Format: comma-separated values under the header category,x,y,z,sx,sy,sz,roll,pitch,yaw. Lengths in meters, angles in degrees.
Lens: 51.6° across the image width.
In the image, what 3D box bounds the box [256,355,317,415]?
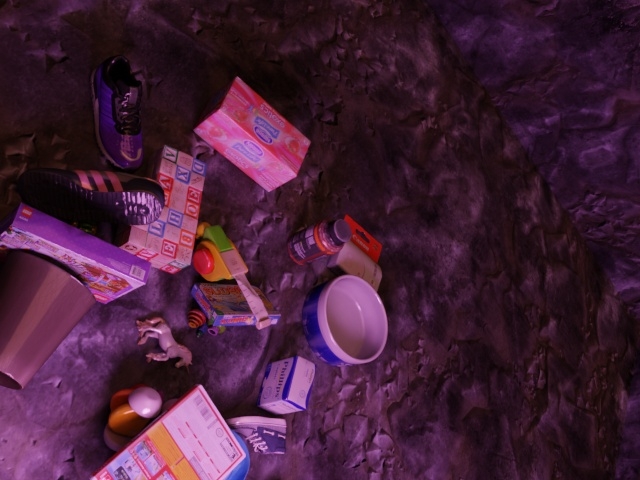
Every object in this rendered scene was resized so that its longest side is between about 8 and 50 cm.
category,x,y,z,sx,sy,sz,roll,pitch,yaw
box,-0.089,0.380,1.732,0.072,0.137,0.126,34,52,-28

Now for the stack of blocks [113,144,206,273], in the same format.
category,x,y,z,sx,sy,sz,roll,pitch,yaw
stack of blocks,-0.401,-0.087,1.669,0.171,0.087,0.297,25,57,-34

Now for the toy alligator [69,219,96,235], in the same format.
category,x,y,z,sx,sy,sz,roll,pitch,yaw
toy alligator,-0.546,-0.042,1.536,0.056,0.051,0.190,22,58,-37

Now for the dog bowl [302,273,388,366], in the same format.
category,x,y,z,sx,sy,sz,roll,pitch,yaw
dog bowl,0.075,0.241,1.974,0.265,0.104,0.265,20,60,-38

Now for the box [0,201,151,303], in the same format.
category,x,y,z,sx,sy,sz,roll,pitch,yaw
box,-0.537,0.036,1.404,0.293,0.201,0.057,30,55,-32

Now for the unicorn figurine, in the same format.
category,x,y,z,sx,sy,sz,roll,pitch,yaw
unicorn figurine,-0.368,0.252,1.574,0.111,0.060,0.162,-15,83,-46

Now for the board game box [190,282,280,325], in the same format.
category,x,y,z,sx,sy,sz,roll,pitch,yaw
board game box,-0.219,0.166,1.720,0.201,0.035,0.136,5,30,-43

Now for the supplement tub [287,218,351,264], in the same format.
category,x,y,z,sx,sy,sz,roll,pitch,yaw
supplement tub,0.000,0.000,1.937,0.106,0.198,0.106,19,61,-38

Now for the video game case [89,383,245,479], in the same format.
category,x,y,z,sx,sy,sz,roll,pitch,yaw
video game case,-0.307,0.469,1.379,0.285,0.025,0.204,-39,108,-36

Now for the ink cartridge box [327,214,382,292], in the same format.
category,x,y,z,sx,sy,sz,roll,pitch,yaw
ink cartridge box,0.130,0.045,2.149,0.189,0.066,0.232,41,53,-24

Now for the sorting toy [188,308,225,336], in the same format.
category,x,y,z,sx,sy,sz,roll,pitch,yaw
sorting toy,-0.293,0.217,1.663,0.102,0.061,0.042,30,51,-3

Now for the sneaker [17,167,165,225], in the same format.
category,x,y,z,sx,sy,sz,roll,pitch,yaw
sneaker,-0.517,-0.113,1.521,0.319,0.112,0.131,12,28,-9

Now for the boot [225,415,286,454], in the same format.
category,x,y,z,sx,sy,sz,roll,pitch,yaw
boot,-0.157,0.493,1.666,0.190,0.069,0.086,17,59,-40

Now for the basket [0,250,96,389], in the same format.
category,x,y,z,sx,sy,sz,roll,pitch,yaw
basket,-0.598,0.169,1.330,0.204,0.154,0.227,39,53,-24

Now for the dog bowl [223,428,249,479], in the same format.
category,x,y,z,sx,sy,sz,roll,pitch,yaw
dog bowl,-0.289,0.548,1.479,0.166,0.074,0.297,39,45,8

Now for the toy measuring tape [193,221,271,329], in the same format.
category,x,y,z,sx,sy,sz,roll,pitch,yaw
toy measuring tape,-0.240,0.099,1.702,0.121,0.121,0.330,-15,68,-46

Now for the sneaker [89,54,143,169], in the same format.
category,x,y,z,sx,sy,sz,roll,pitch,yaw
sneaker,-0.492,-0.327,1.642,0.102,0.146,0.293,-8,78,-45

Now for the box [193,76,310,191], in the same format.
category,x,y,z,sx,sy,sz,roll,pitch,yaw
box,-0.196,-0.302,1.919,0.300,0.142,0.154,39,50,-25

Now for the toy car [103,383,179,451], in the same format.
category,x,y,z,sx,sy,sz,roll,pitch,yaw
toy car,-0.383,0.386,1.465,0.182,0.159,0.136,31,17,-31
